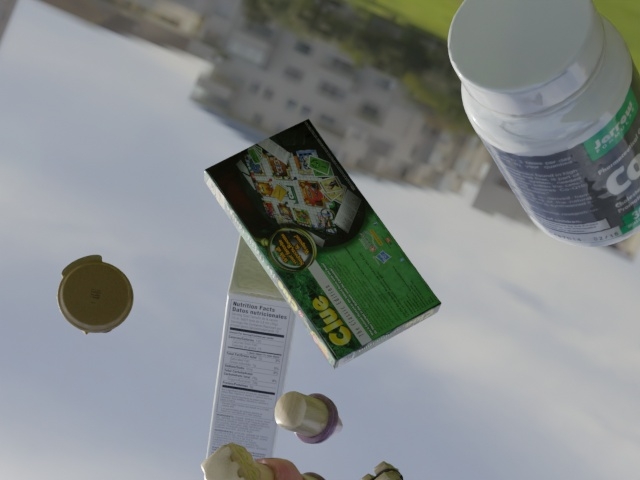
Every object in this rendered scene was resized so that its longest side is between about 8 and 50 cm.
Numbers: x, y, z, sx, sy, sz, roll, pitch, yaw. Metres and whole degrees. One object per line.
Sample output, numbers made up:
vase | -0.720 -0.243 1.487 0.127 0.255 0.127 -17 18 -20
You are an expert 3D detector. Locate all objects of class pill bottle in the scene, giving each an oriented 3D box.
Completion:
pill bottle | 0.289 -0.156 1.998 0.204 0.204 0.361 29 169 35

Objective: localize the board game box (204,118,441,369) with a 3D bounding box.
board game box | 0.000 0.000 1.763 0.260 0.136 0.030 56 156 20

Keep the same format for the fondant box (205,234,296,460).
fondant box | -0.082 0.126 2.256 0.096 0.330 0.238 10 -142 -1

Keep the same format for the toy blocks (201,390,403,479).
toy blocks | 0.016 0.343 1.793 0.260 0.309 0.288 27 -153 -52

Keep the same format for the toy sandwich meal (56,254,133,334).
toy sandwich meal | -0.231 0.057 1.696 0.085 0.085 0.029 24 157 -1
